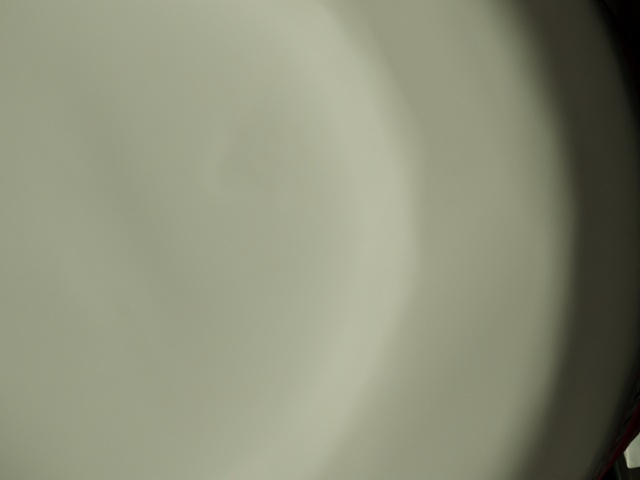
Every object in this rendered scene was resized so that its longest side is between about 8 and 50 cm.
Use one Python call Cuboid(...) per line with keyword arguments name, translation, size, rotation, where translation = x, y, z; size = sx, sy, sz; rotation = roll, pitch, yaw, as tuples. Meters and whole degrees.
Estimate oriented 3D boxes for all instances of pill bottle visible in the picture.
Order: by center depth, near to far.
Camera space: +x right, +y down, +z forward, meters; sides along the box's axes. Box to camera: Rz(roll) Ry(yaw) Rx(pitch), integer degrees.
Cuboid(name="pill bottle", translation=(0.000, 0.000, 0.580), size=(0.407, 0.229, 0.229), rotation=(3, -103, -77))

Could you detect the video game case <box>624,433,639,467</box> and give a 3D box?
Cuboid(name="video game case", translation=(0.148, 0.043, 0.947), size=(0.122, 0.011, 0.087), rotation=(-97, -3, -48))
